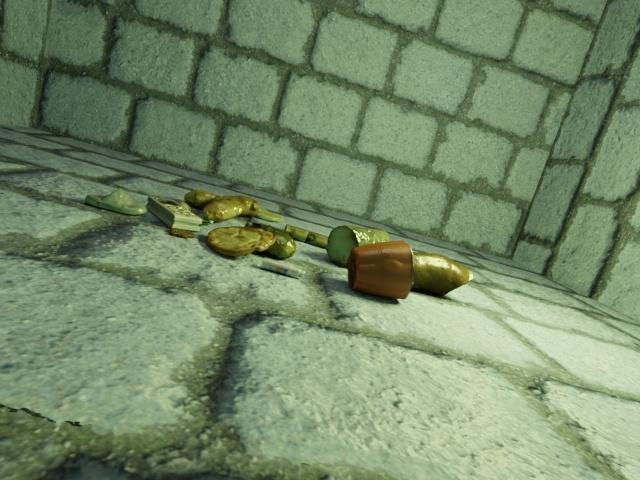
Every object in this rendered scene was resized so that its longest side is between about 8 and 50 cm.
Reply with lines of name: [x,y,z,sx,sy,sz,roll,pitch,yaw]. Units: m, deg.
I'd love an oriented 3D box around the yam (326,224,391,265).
yam: [0.162,0.026,1.638,0.268,0.161,0.161,6,14,-45]

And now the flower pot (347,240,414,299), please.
flower pot: [0.180,0.092,1.321,0.173,0.191,0.190,0,13,-10]

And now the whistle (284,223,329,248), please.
whistle: [0.000,-0.001,1.815,0.326,0.057,0.068,16,10,-2]

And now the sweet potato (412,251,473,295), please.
sweet potato: [0.370,0.111,1.539,0.369,0.158,0.158,14,10,-16]

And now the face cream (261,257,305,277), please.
face cream: [-0.109,0.084,1.255,0.130,0.034,0.034,16,10,-1]

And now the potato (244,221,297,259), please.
potato: [-0.174,-0.003,1.457,0.225,0.090,0.117,27,10,35]

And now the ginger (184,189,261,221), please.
ginger: [-0.386,-0.151,1.854,0.348,0.122,0.363,0,8,-32]

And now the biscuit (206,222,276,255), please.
biscuit: [-0.264,-0.004,1.353,0.260,0.041,0.203,16,33,39]

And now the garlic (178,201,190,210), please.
garlic: [-0.557,-0.134,1.716,0.053,0.041,0.083,20,2,-5]

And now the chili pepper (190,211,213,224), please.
chili pepper: [-0.471,-0.085,1.599,0.118,0.035,0.055,14,26,11]

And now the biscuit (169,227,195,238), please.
biscuit: [-0.453,-0.026,1.364,0.082,0.016,0.092,9,14,-34]

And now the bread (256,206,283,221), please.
bread: [-0.294,-0.129,2.113,0.193,0.036,0.112,24,16,20]

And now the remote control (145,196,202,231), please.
remote control: [-0.533,-0.100,1.520,0.103,0.056,0.277,8,13,-42]

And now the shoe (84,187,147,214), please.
shoe: [-0.691,-0.139,1.429,0.195,0.078,0.079,10,11,-13]
